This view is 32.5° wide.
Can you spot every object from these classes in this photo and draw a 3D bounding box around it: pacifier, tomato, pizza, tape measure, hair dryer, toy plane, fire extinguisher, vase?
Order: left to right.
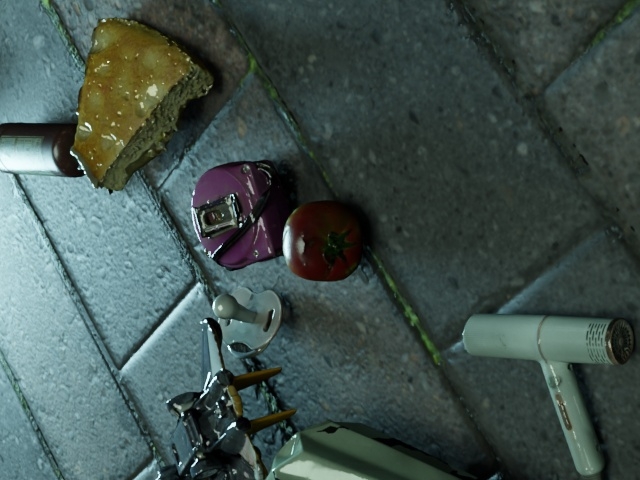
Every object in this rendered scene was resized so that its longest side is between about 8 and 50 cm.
[{"bbox_3d":[-0.340,-0.107,1.431,0.231,0.071,0.099,8,133,41],"label":"fire extinguisher"},{"bbox_3d":[-0.222,-0.168,1.298,0.188,0.080,0.204,-53,51,13],"label":"pizza"},{"bbox_3d":[-0.135,0.238,1.265,0.316,0.103,0.204,-51,54,50],"label":"toy plane"},{"bbox_3d":[-0.090,0.086,1.221,0.099,0.078,0.082,3,69,42],"label":"pacifier"},{"bbox_3d":[-0.082,-0.029,1.189,0.125,0.074,0.118,-22,84,43],"label":"tape measure"},{"bbox_3d":[0.000,0.000,1.115,0.075,0.087,0.087,-161,65,-66],"label":"tomato"},{"bbox_3d":[0.113,0.277,1.030,0.360,0.165,0.165,9,106,39],"label":"vase"},{"bbox_3d":[0.210,0.155,0.981,0.154,0.044,0.183,0,103,46],"label":"hair dryer"}]
